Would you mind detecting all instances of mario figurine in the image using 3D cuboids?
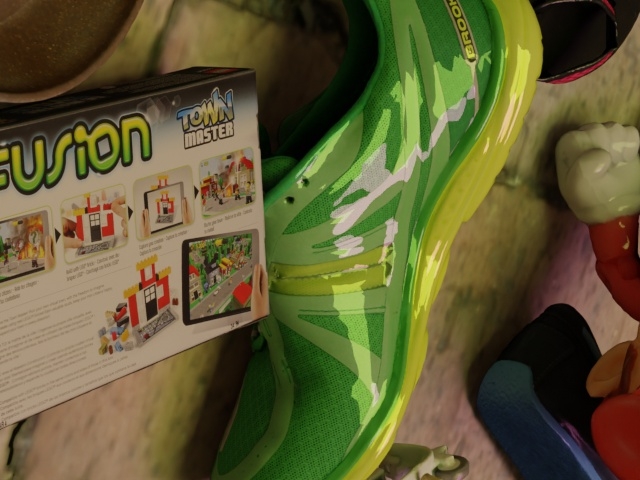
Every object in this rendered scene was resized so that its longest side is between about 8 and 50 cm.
[{"bbox_3d":[0.242,0.011,0.976,0.170,0.198,0.321,49,44,-33],"label":"mario figurine"}]

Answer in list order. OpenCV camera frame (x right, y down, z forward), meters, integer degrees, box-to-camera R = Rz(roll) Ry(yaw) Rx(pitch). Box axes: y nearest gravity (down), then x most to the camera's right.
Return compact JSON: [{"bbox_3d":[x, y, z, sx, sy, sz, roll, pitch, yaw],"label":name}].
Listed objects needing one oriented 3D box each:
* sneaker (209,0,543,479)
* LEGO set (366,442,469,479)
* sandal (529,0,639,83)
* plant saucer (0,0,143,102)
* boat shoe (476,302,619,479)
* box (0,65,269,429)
[{"bbox_3d":[0.000,0.000,0.824,0.123,0.109,0.296,19,96,-20],"label":"sneaker"},{"bbox_3d":[0.044,0.234,0.932,0.132,0.107,0.287,-16,112,-40],"label":"LEGO set"},{"bbox_3d":[0.133,-0.115,0.962,0.179,0.040,0.067,-18,117,-45],"label":"sandal"},{"bbox_3d":[-0.123,-0.149,0.625,0.198,0.036,0.199,-6,97,-61],"label":"plant saucer"},{"bbox_3d":[0.188,0.141,1.076,0.089,0.109,0.258,-56,140,-24],"label":"boat shoe"},{"bbox_3d":[-0.096,0.000,0.685,0.207,0.036,0.114,-20,111,-54],"label":"box"}]
